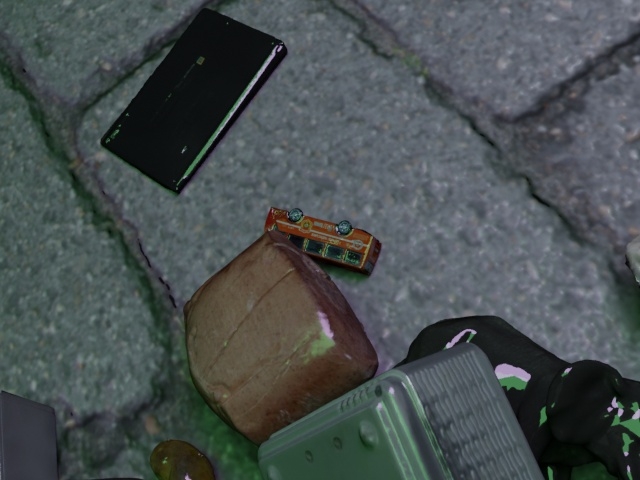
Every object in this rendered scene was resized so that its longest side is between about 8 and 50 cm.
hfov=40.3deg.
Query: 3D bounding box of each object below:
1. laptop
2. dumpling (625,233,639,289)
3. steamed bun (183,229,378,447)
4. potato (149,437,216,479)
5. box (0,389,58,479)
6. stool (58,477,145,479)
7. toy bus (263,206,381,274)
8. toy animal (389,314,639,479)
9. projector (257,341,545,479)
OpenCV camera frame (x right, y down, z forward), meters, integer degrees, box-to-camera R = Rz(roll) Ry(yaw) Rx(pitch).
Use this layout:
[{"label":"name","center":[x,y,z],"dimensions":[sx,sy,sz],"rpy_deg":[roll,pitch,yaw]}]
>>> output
[{"label":"laptop","center":[-0.139,-0.156,0.929],"dimensions":[0.135,0.016,0.197],"rpy_deg":[31,81,30]},{"label":"dumpling","center":[0.356,0.056,0.585],"dimensions":[0.227,0.175,0.243],"rpy_deg":[-19,74,-21]},{"label":"steamed bun","center":[-0.038,0.087,0.737],"dimensions":[0.145,0.106,0.175],"rpy_deg":[-44,50,12]},{"label":"potato","center":[-0.112,0.207,0.745],"dimensions":[0.046,0.045,0.092],"rpy_deg":[-45,54,15]},{"label":"box","center":[-0.308,0.263,0.769],"dimensions":[0.130,0.086,0.225],"rpy_deg":[-19,63,12]},{"label":"stool","center":[-0.190,0.245,0.729],"dimensions":[0.110,0.096,0.096],"rpy_deg":[-10,64,12]},{"label":"toy bus","center":[0.000,0.000,0.801],"dimensions":[0.110,0.031,0.043],"rpy_deg":[15,80,25]},{"label":"toy animal","center":[0.147,0.140,0.637],"dimensions":[0.245,0.114,0.146],"rpy_deg":[29,83,26]},{"label":"projector","center":[0.067,0.219,0.562],"dimensions":[0.192,0.099,0.256],"rpy_deg":[-41,68,51]}]
